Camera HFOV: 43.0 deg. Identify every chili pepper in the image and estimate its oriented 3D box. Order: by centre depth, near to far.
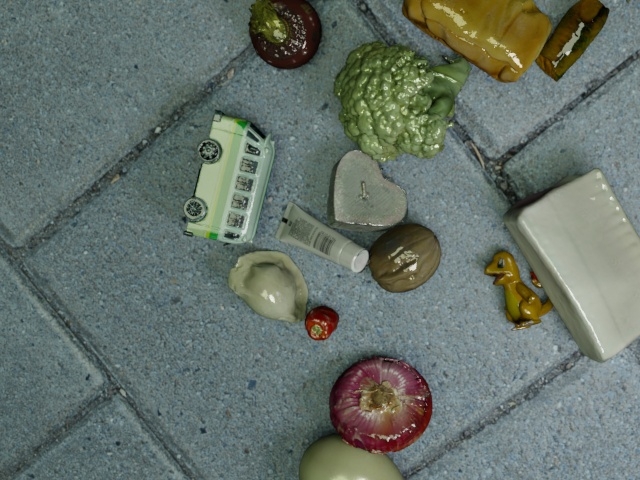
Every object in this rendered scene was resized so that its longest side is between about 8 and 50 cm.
[{"bbox_3d":[0.004,0.182,1.807,0.070,0.123,0.073,-25,92,9],"label":"chili pepper"}]

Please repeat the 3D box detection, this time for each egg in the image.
[{"bbox_3d":[0.074,0.538,1.815,0.253,0.188,0.189,27,101,0],"label":"egg"}]

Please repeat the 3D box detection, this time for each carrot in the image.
[{"bbox_3d":[0.514,-0.416,1.664,0.082,0.082,0.173,38,101,1],"label":"carrot"}]

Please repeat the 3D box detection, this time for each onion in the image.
[{"bbox_3d":[0.132,0.373,1.801,0.229,0.163,0.230,-3,58,5],"label":"onion"}]

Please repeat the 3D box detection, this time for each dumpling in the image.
[{"bbox_3d":[-0.105,0.099,1.828,0.111,0.181,0.155,3,66,42],"label":"dumpling"}]

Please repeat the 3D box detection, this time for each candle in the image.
[{"bbox_3d":[0.085,-0.089,1.754,0.168,0.068,0.192,-40,89,-18],"label":"candle"}]

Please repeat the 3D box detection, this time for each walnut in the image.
[{"bbox_3d":[0.181,0.039,1.755,0.162,0.140,0.140,-27,94,22],"label":"walnut"}]

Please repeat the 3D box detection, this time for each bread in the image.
[{"bbox_3d":[0.315,-0.451,1.649,0.294,0.132,0.167,34,76,4],"label":"bread"}]

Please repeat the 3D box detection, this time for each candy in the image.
[{"bbox_3d":[0.550,0.047,1.674,0.208,0.145,0.359,-33,93,-7],"label":"candy"}]

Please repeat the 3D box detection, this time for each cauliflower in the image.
[{"bbox_3d":[0.167,-0.270,1.664,0.281,0.327,0.260,7,122,-36],"label":"cauliflower"}]

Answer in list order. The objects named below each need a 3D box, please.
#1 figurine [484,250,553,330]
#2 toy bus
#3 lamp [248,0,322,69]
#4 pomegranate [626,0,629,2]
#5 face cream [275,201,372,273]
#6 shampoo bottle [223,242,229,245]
[{"bbox_3d":[0.436,0.097,1.756,0.122,0.121,0.176,-27,83,-17],"label":"figurine"},{"bbox_3d":[-0.196,-0.132,1.771,0.164,0.133,0.276,15,95,-3],"label":"toy bus"},{"bbox_3d":[-0.077,-0.442,1.720,0.157,0.135,0.156,-8,97,8],"label":"lamp"},{"bbox_3d":[0.652,-0.579,1.584,0.181,0.181,0.224,14,122,6],"label":"pomegranate"},{"bbox_3d":[0.000,0.000,1.777,0.243,0.058,0.092,28,101,35],"label":"face cream"},{"bbox_3d":[-0.232,-0.056,1.855,0.048,0.027,0.137,-22,95,3],"label":"shampoo bottle"}]
